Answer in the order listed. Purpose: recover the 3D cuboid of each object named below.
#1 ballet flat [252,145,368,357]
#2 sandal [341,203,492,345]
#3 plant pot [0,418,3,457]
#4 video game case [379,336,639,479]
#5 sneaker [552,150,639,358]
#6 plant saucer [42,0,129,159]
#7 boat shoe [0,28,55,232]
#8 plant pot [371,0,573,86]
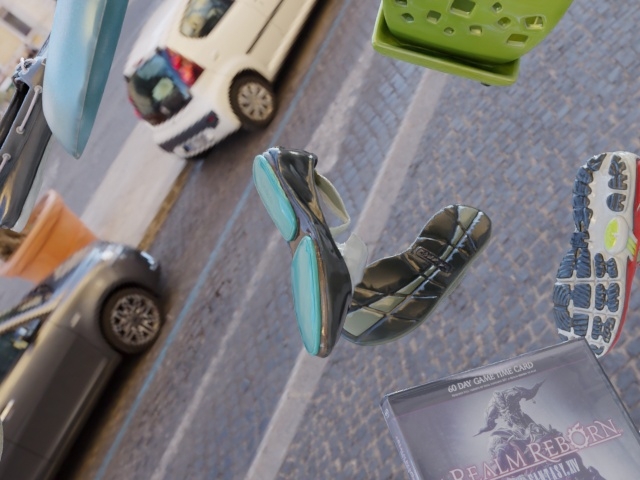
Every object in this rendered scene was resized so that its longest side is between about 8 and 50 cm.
[{"bbox_3d":[0.000,0.000,0.937,0.095,0.096,0.280,117,141,-55],"label":"ballet flat"},{"bbox_3d":[0.149,0.062,1.198,0.303,0.086,0.120,-36,61,-24],"label":"sandal"},{"bbox_3d":[-0.418,0.205,0.717,0.274,0.256,0.256,-23,38,33],"label":"plant pot"},{"bbox_3d":[0.185,0.219,0.610,0.026,0.196,0.274,107,145,-56],"label":"video game case"},{"bbox_3d":[0.390,0.026,1.048,0.107,0.118,0.279,20,102,56],"label":"sneaker"},{"bbox_3d":[-0.210,-0.235,0.762,0.317,0.044,0.317,-165,90,-75],"label":"plant saucer"},{"bbox_3d":[-0.428,-0.178,1.155,0.112,0.096,0.335,12,84,58],"label":"boat shoe"},{"bbox_3d":[0.189,-0.338,1.016,0.207,0.227,0.228,105,180,-57],"label":"plant pot"}]
